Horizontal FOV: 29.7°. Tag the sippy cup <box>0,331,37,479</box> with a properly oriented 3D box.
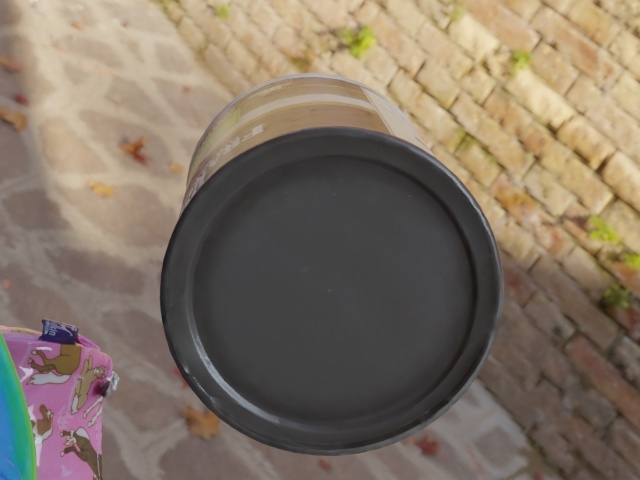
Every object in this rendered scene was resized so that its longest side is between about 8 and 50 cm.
[{"bbox_3d":[-0.315,0.108,0.676,0.305,0.224,0.240,-98,164,-69],"label":"sippy cup"}]

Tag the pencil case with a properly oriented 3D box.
[{"bbox_3d":[-0.270,0.268,1.081,0.160,0.167,0.386,24,62,-66],"label":"pencil case"}]

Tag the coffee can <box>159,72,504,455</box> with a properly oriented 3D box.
[{"bbox_3d":[0.000,0.000,0.835,0.202,0.201,0.275,28,11,-10],"label":"coffee can"}]
